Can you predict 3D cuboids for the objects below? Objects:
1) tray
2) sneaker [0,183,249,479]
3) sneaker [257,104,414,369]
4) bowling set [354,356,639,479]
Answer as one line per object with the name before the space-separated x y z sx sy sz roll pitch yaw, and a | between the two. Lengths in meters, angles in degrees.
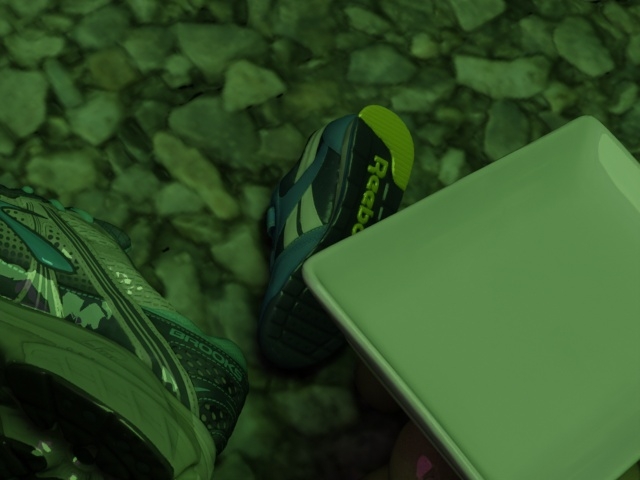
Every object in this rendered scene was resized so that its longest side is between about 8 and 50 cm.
tray | 0.102 0.033 0.832 0.145 0.030 0.270 51 36 10
sneaker | -0.158 0.023 0.876 0.283 0.110 0.122 38 39 2
sneaker | 0.000 0.000 0.959 0.053 0.059 0.144 36 68 -34
bowling set | 0.092 0.147 0.840 0.200 0.154 0.287 19 57 -7
